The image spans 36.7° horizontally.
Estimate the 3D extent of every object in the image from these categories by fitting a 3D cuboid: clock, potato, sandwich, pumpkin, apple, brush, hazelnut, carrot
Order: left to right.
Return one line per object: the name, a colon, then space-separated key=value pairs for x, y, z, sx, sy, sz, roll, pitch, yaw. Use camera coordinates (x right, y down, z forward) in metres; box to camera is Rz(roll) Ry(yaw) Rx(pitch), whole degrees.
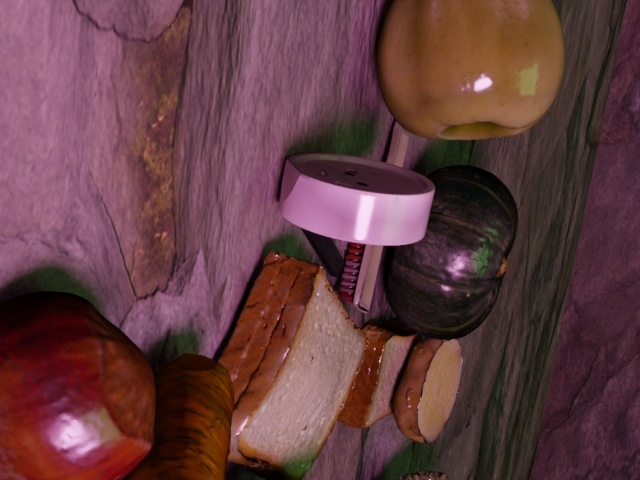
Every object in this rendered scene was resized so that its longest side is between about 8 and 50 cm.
hazelnut: x=-0.241 y=0.143 z=0.889 sx=0.202 sy=0.160 sz=0.170 roll=57 pitch=29 yaw=-11
carrot: x=-0.149 y=0.220 z=1.008 sx=0.302 sy=0.114 sz=0.114 roll=-98 pitch=-167 yaw=-68
sandwich: x=-0.048 y=0.192 z=1.342 sx=0.271 sy=0.099 sz=0.301 roll=-60 pitch=155 yaw=-13
clock: x=0.047 y=-0.057 z=1.255 sx=0.197 sy=0.197 sz=0.068 roll=-20 pitch=124 yaw=-59
brush: x=0.087 y=-0.047 z=1.525 sx=0.060 sy=0.050 sz=0.321 roll=37 pitch=65 yaw=-60
sandwich: x=0.115 y=0.235 z=1.729 sx=0.214 sy=0.065 sz=0.186 roll=-5 pitch=110 yaw=-62
potato: x=0.183 y=0.257 z=1.714 sx=0.200 sy=0.081 sz=0.164 roll=-63 pitch=144 yaw=-25
pumpkin: x=0.216 y=0.019 z=1.640 sx=0.300 sy=0.207 sz=0.300 roll=16 pitch=90 yaw=-80
apple: x=0.208 y=-0.266 z=1.377 sx=0.279 sy=0.279 sz=0.279 roll=-42 pitch=141 yaw=-47

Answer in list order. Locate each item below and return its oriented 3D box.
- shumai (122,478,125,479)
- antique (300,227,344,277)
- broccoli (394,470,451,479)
shumai: x=-0.205 y=0.355 z=1.027 sx=0.218 sy=0.189 sz=0.256 roll=71 pitch=32 yaw=-49
antique: x=0.000 y=0.000 z=1.409 sx=0.031 sy=0.015 sz=0.192 roll=-63 pitch=153 yaw=-19
broccoli: x=0.163 y=0.615 z=1.844 sx=0.338 sy=0.317 sz=0.277 roll=-92 pitch=-179 yaw=-54
